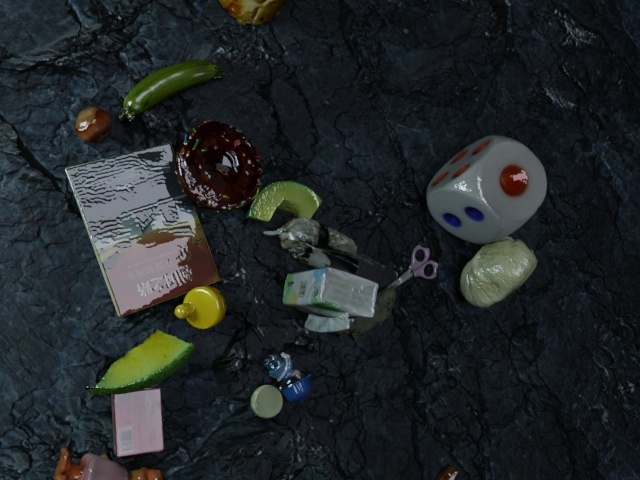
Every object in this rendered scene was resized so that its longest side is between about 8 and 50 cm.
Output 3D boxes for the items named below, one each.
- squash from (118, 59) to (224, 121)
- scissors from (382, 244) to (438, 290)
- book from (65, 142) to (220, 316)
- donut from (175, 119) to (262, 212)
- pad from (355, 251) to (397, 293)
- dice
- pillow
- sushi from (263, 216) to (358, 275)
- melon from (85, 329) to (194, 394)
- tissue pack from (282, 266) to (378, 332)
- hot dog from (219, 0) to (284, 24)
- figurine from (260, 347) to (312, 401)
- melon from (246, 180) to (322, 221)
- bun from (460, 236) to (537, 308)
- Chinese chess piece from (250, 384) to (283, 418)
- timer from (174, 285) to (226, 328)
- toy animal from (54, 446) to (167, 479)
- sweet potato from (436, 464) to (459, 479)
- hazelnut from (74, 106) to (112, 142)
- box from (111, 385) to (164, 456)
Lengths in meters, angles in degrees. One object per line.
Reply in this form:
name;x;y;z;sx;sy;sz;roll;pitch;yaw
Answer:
squash;-0.381;-0.394;1.567;0.318;0.071;0.080;-34;137;-29
scissors;0.260;0.099;1.832;0.212;0.021;0.110;-33;96;-28
book;-0.426;-0.033;1.518;0.263;0.028;0.373;-21;92;-29
donut;-0.259;-0.182;1.575;0.235;0.089;0.235;8;75;-32
pad;0.145;0.111;1.787;0.157;0.003;0.112;27;72;-20
dice;0.490;-0.150;1.854;0.243;0.251;0.259;45;67;-12
pillow;0.130;0.213;1.739;0.241;0.051;0.093;-28;107;-26
sushi;-0.015;0.003;1.674;0.273;0.134;0.109;26;58;-5
melon;-0.414;0.284;1.439;0.262;0.053;0.114;-26;77;-40
tissue pack;0.015;0.160;1.589;0.159;0.229;0.145;19;75;-25
hot dog;-0.175;-0.775;1.555;0.367;0.365;0.196;49;64;-13
figurine;-0.084;0.345;1.605;0.086;0.087;0.149;-39;102;13
melon;-0.098;-0.096;1.667;0.210;0.064;0.117;9;78;-27
bun;0.520;0.083;1.850;0.153;0.244;0.244;44;67;-3
Chinese chess piece;-0.137;0.411;1.591;0.084;0.034;0.084;5;79;-27
timer;-0.287;0.163;1.510;0.109;0.107;0.107;-8;85;-71
toy animal;-0.442;0.562;1.357;0.281;0.195;0.169;15;116;-20
sweet potato;0.355;0.694;1.782;0.117;0.049;0.049;-43;102;-21
hazelnut;-0.536;-0.273;1.474;0.086;0.086;0.086;4;81;-25
box;-0.422;0.414;1.438;0.111;0.060;0.156;0;83;-24
